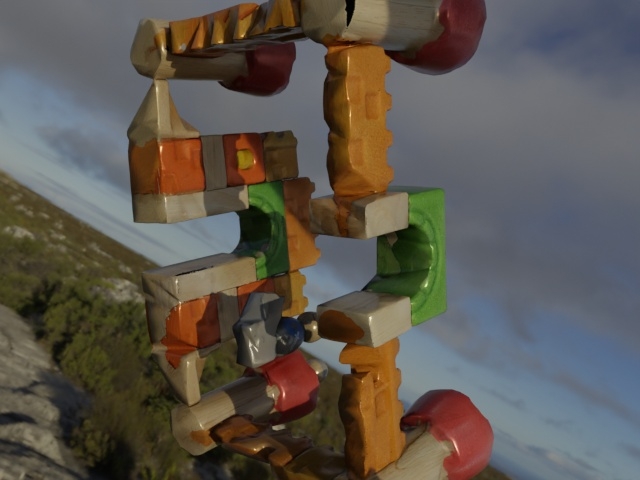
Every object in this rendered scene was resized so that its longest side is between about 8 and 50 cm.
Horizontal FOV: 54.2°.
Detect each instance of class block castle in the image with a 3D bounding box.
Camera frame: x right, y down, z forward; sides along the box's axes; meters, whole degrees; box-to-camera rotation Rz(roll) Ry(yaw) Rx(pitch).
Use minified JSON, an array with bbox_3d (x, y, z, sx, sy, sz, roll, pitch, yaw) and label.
[{"bbox_3d":[0.000,0.000,0.596,0.303,0.452,0.213,5,13,41],"label":"block castle"}]
